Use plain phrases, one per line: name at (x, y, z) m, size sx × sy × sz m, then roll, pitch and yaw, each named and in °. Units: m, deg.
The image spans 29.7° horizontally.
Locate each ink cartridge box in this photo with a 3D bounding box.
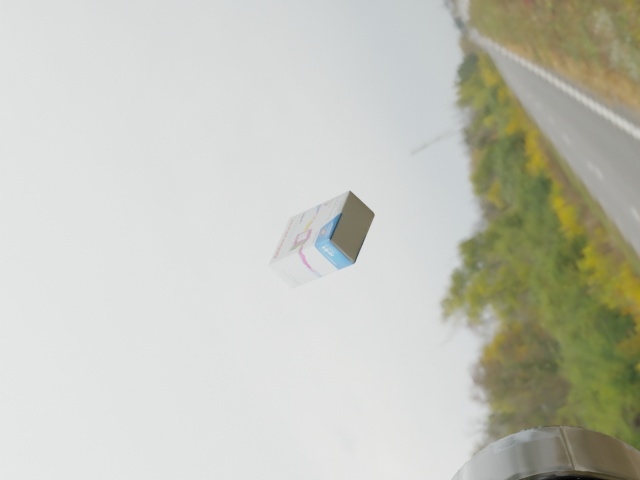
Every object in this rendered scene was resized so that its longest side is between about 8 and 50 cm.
ink cartridge box at (0.000, 0.000, 1.537) m, size 0.052 × 0.122 × 0.088 m, roll 41°, pitch -131°, yaw -22°

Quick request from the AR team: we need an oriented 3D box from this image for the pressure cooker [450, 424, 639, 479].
pressure cooker at (0.294, 0.434, 1.448) m, size 0.375 × 0.370 × 0.420 m, roll 35°, pitch -174°, yaw 4°
